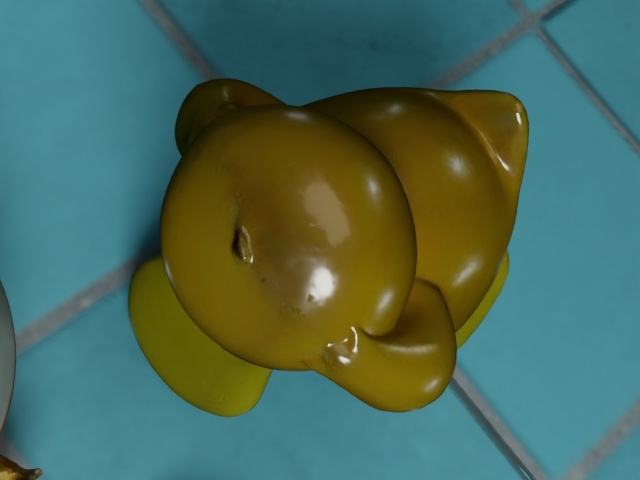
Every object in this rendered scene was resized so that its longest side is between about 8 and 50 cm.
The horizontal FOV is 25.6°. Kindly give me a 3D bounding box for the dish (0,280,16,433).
[{"bbox_3d":[-0.259,0.028,0.585,0.260,0.085,0.260,6,50,-7],"label":"dish"}]

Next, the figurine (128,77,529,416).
[{"bbox_3d":[0.008,-0.005,0.722,0.228,0.215,0.215,-29,79,-38],"label":"figurine"}]

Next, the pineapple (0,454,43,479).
[{"bbox_3d":[-0.203,0.116,0.635,0.137,0.069,0.116,22,60,-5],"label":"pineapple"}]
